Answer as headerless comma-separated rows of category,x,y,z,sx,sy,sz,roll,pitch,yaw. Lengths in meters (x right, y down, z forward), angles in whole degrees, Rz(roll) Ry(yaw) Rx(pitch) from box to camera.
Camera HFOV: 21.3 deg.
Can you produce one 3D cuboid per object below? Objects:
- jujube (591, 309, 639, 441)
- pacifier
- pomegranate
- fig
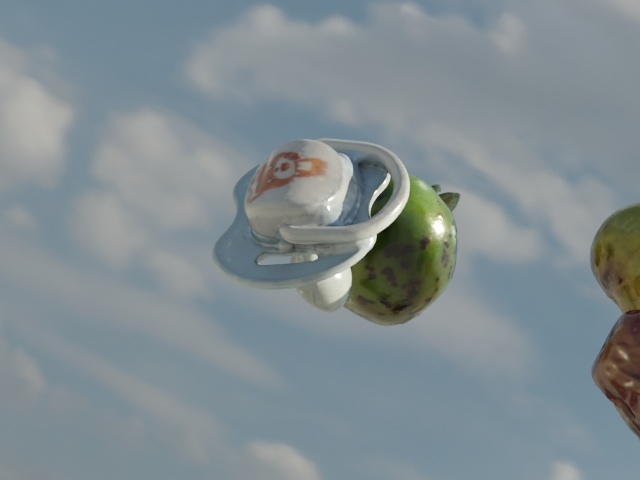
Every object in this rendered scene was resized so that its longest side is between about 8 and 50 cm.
jujube,0.435,0.183,1.948,0.255,0.190,0.190,33,-16,9
pacifier,0.000,0.000,2.020,0.227,0.279,0.207,-1,-53,13
pomegranate,0.100,-0.001,2.285,0.211,0.263,0.211,19,-60,35
fig,0.396,0.029,2.121,0.136,0.120,0.153,-124,-157,-60
